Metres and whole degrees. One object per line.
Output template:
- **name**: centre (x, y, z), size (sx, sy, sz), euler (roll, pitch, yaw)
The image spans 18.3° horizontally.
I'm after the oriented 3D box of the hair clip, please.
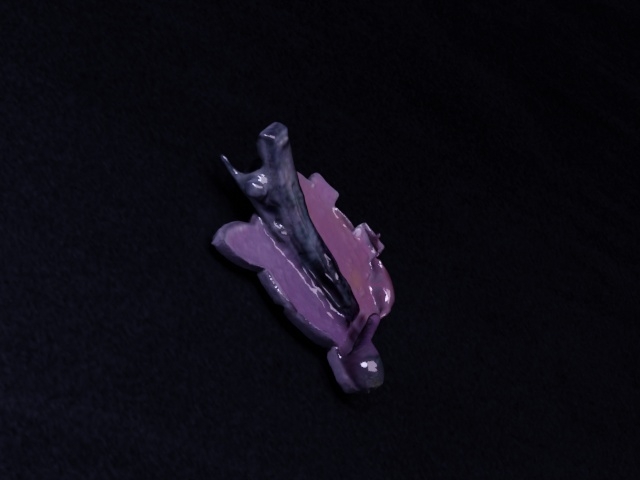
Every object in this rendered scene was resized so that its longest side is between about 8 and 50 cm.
- **hair clip**: centre (-0.007, 0.003, 1.401), size (0.187, 0.056, 0.146), euler (57, 30, -20)
